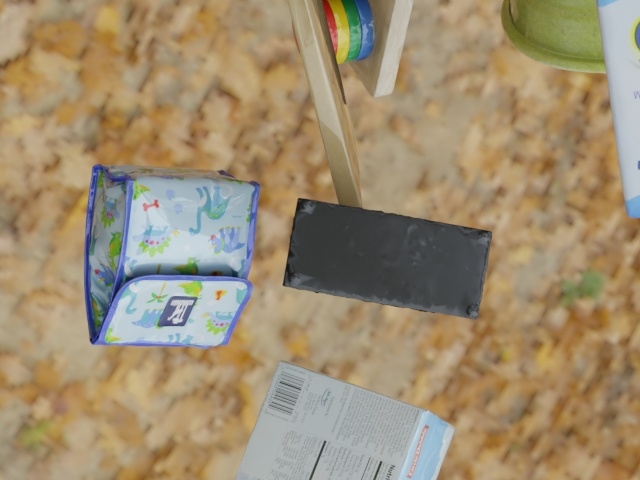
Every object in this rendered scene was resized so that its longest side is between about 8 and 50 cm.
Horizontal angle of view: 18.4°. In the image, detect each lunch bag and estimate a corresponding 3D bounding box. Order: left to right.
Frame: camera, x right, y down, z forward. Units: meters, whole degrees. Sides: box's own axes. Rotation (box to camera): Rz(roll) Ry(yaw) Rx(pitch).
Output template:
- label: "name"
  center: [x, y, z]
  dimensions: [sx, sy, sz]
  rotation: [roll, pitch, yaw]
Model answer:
- label: "lunch bag"
  center: [-0.128, 0.016, 1.657]
  dimensions: [0.129, 0.096, 0.151]
  rotation: [3, 101, -30]

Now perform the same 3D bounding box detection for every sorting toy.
- label: "sorting toy"
  center: [0.006, -0.328, 2.201]
  dimensions: [0.089, 0.255, 0.257]
  rotation: [-14, 140, -23]

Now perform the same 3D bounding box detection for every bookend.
- label: "bookend"
  center: [0.048, 0.015, 1.609]
  dimensions: [0.157, 0.156, 0.072]
  rotation: [166, -66, -86]

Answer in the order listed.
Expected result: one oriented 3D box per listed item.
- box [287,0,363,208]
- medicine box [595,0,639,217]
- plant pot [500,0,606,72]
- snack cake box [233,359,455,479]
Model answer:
- label: "box"
  center: [0.002, -0.143, 1.652]
  dimensions: [0.021, 0.164, 0.201]
  rotation: [-12, 115, 4]
- label: "medicine box"
  center: [0.352, -0.167, 1.501]
  dimensions: [0.289, 0.263, 0.149]
  rotation: [73, 20, -45]
- label: "plant pot"
  center: [0.304, -0.348, 1.991]
  dimensions: [0.276, 0.276, 0.254]
  rotation: [-37, 132, -32]
- label: "snack cake box"
  center: [-0.004, 0.255, 1.724]
  dimensions: [0.264, 0.152, 0.089]
  rotation: [-68, 155, -8]
